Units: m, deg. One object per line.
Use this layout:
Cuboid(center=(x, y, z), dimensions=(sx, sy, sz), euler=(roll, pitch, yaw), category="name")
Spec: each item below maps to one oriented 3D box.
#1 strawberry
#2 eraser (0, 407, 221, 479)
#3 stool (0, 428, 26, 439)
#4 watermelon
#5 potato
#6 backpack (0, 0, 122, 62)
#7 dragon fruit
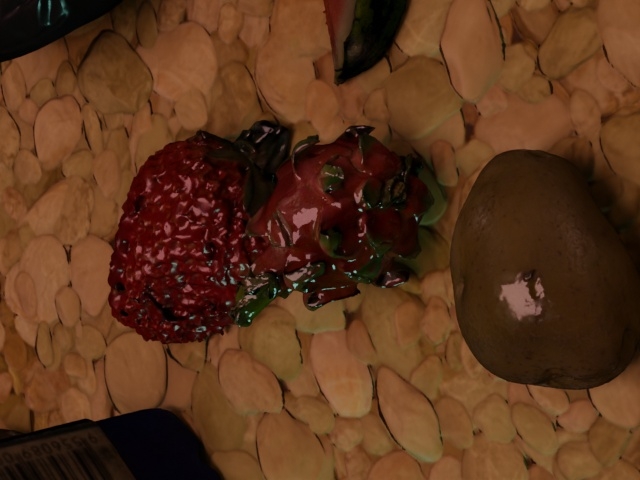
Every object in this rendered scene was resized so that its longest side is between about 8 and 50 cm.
Cuboid(center=(-0.129, 0.001, 1.807), dimensions=(0.188, 0.106, 0.286), euler=(53, 127, 26), category="strawberry")
Cuboid(center=(-0.249, 0.256, 1.792), dimensions=(0.155, 0.332, 0.101), euler=(54, 127, 23), category="eraser")
Cuboid(center=(-0.369, 0.351, 2.017), dimensions=(0.179, 0.179, 0.264), euler=(21, 109, 39), category="stool")
Cuboid(center=(0.026, -0.262, 1.675), dimensions=(0.119, 0.063, 0.245), euler=(1, 96, 56), category="watermelon")
Cuboid(center=(0.181, 0.022, 1.516), dimensions=(0.157, 0.157, 0.194), euler=(-16, 71, 42), category="potato")
Cuboid(center=(-0.343, -0.404, 1.863), dimensions=(0.363, 0.255, 0.446), euler=(-13, 100, 43), category="backpack")
Cuboid(center=(0.002, -0.001, 1.668), dimensions=(0.236, 0.137, 0.135), euler=(-56, 45, 29), category="dragon fruit")
